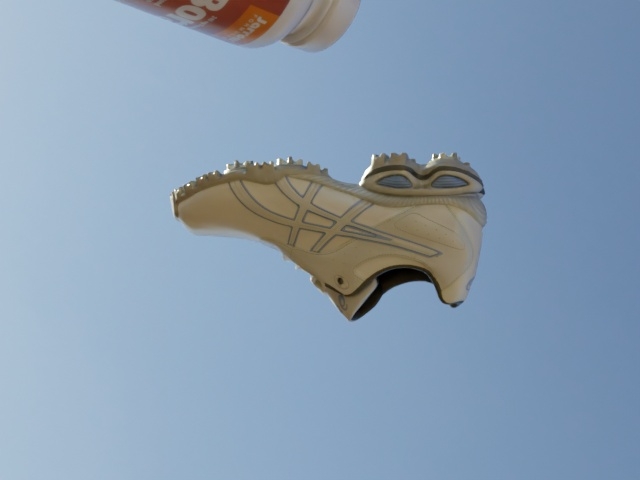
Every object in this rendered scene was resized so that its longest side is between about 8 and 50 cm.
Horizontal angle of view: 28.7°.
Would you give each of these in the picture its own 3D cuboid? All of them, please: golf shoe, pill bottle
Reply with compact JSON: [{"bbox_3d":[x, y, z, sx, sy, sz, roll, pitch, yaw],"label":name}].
[{"bbox_3d":[0.000,0.000,0.665,0.176,0.069,0.086,-1,-97,20],"label":"golf shoe"},{"bbox_3d":[-0.076,-0.213,0.924,0.121,0.216,0.121,-20,-117,46],"label":"pill bottle"}]
